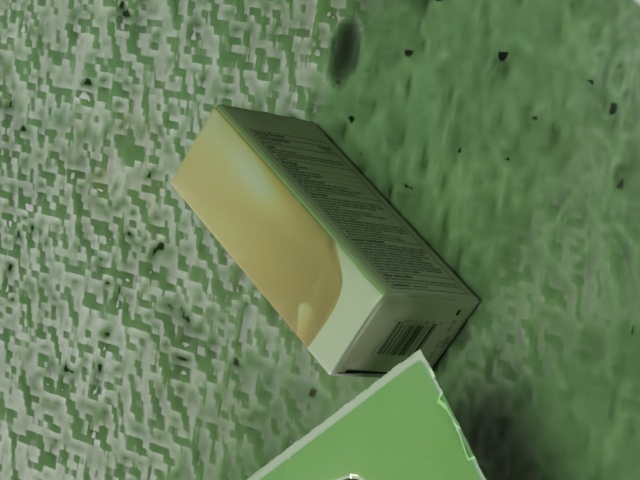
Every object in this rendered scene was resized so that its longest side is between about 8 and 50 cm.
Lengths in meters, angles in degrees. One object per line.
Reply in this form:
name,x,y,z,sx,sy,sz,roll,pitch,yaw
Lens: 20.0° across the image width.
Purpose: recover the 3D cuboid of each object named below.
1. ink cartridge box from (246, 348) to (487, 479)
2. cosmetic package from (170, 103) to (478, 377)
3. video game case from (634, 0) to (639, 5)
ink cartridge box,0.043,0.181,0.641,0.171,0.056,0.235,-40,61,31
cosmetic package,0.000,0.000,0.694,0.115,0.060,0.041,49,117,34
video game case,0.232,-0.124,0.503,0.244,0.061,0.269,49,117,35
